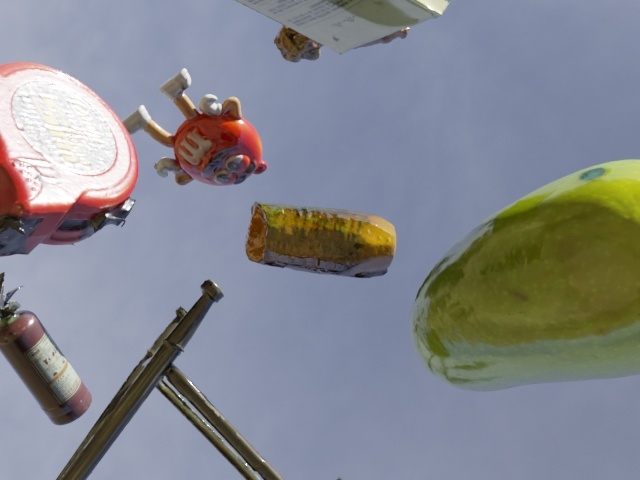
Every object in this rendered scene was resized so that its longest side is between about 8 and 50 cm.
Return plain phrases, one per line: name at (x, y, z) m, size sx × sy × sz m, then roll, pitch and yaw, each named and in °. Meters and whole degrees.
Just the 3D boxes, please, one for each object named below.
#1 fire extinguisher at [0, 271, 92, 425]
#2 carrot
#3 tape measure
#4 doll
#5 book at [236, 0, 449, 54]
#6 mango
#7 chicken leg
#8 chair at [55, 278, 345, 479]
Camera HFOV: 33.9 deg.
fire extinguisher at (-0.412, 0.154, 1.520) m, size 0.071 × 0.231 × 0.099 m, roll -15°, pitch -152°, yaw 21°
carrot at (0.000, 0.000, 1.217) m, size 0.082 × 0.173 × 0.082 m, roll -175°, pitch -90°, yaw -84°
tape measure at (-0.348, -0.100, 1.307) m, size 0.114 × 0.260 × 0.253 m, roll -40°, pitch -109°, yaw 31°
doll at (-0.178, -0.146, 1.581) m, size 0.183 × 0.217 × 0.085 m, roll -36°, pitch -148°, yaw 30°
book at (-0.048, -0.257, 0.984) m, size 0.201 × 0.289 × 0.026 m, roll -5°, pitch -114°, yaw 61°
mango at (0.173, 0.038, 0.762) m, size 0.293 × 0.175 × 0.143 m, roll -33°, pitch -125°, yaw 50°
chicken leg at (0.017, -0.256, 1.211) m, size 0.251 × 0.087 × 0.107 m, roll -14°, pitch -84°, yaw 60°
chair at (-0.179, 0.333, 1.267) m, size 0.410 × 0.362 × 0.364 m, roll -44°, pitch -177°, yaw -16°
